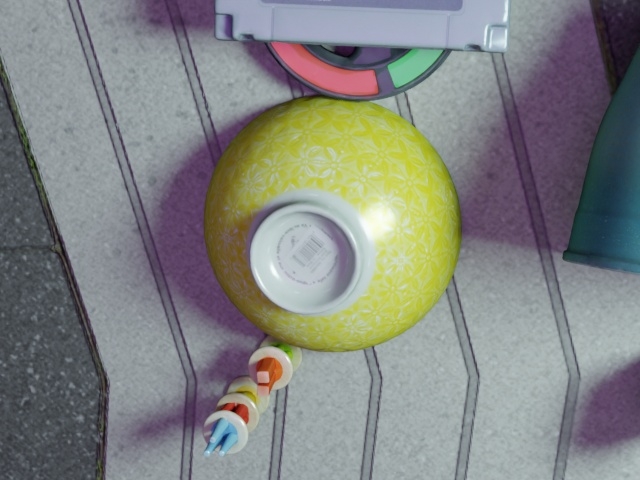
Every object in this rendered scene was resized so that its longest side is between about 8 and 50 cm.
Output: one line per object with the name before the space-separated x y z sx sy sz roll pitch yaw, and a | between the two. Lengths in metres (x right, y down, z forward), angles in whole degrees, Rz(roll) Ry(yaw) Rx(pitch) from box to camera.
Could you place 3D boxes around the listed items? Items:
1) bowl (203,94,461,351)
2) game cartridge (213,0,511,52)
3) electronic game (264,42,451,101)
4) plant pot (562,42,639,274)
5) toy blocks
bowl | 0.000 0.000 1.291 0.289 0.156 0.289 3 105 11
game cartridge | 0.044 -0.289 1.208 0.294 0.060 0.196 4 100 7
electronic game | 0.040 -0.258 1.263 0.229 0.048 0.229 2 104 9
plant pot | 0.381 -0.087 1.141 0.272 0.271 0.255 8 93 9
toy blocks | -0.079 0.176 1.360 0.054 0.148 0.123 36 110 0
